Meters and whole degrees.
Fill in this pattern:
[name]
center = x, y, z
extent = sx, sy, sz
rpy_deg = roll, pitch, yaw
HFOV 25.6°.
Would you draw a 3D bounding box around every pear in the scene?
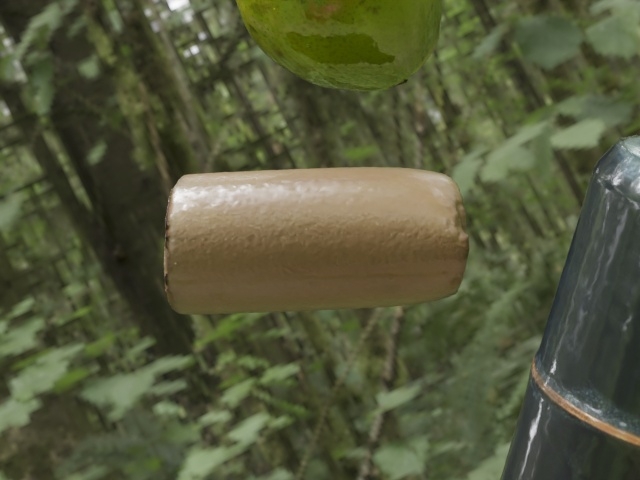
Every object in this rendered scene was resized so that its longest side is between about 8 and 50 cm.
[pear]
center = 0.005, -0.240, 1.238
extent = 0.187, 0.220, 0.187
rpy_deg = -30, 31, 20

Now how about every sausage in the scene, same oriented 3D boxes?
[sausage]
center = 0.000, 0.000, 1.188
extent = 0.252, 0.123, 0.123
rpy_deg = -1, -3, 8

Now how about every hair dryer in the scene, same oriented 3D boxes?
[hair dryer]
center = 0.255, 0.058, 0.644
extent = 0.352, 0.189, 0.107
rpy_deg = 3, 21, -25
